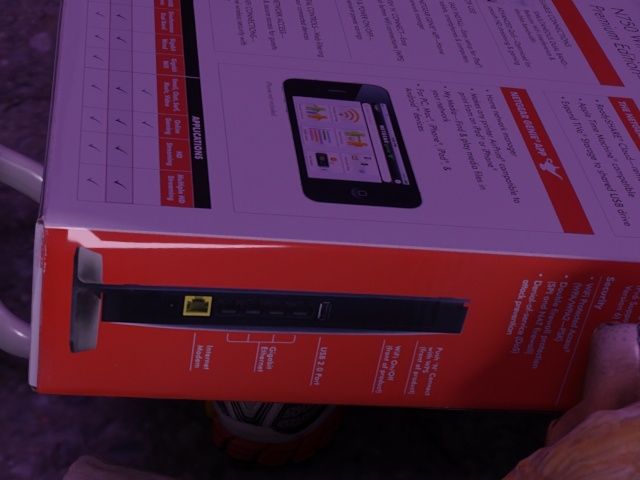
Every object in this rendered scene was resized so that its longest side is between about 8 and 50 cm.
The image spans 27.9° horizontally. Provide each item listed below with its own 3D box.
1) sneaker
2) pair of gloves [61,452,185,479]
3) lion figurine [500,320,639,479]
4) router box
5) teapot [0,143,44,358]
[{"bbox_3d":[0.000,0.000,0.655,0.088,0.093,0.225,8,50,7],"label":"sneaker"},{"bbox_3d":[-0.036,0.208,0.524,0.204,0.042,0.240,9,54,1],"label":"pair of gloves"},{"bbox_3d":[0.261,0.144,0.467,0.392,0.240,0.142,35,43,-23],"label":"lion figurine"},{"bbox_3d":[0.025,-0.063,0.611,0.301,0.082,0.335,4,36,-10],"label":"router box"},{"bbox_3d":[-0.240,0.013,0.573,0.256,0.252,0.187,-29,80,-4],"label":"teapot"}]
